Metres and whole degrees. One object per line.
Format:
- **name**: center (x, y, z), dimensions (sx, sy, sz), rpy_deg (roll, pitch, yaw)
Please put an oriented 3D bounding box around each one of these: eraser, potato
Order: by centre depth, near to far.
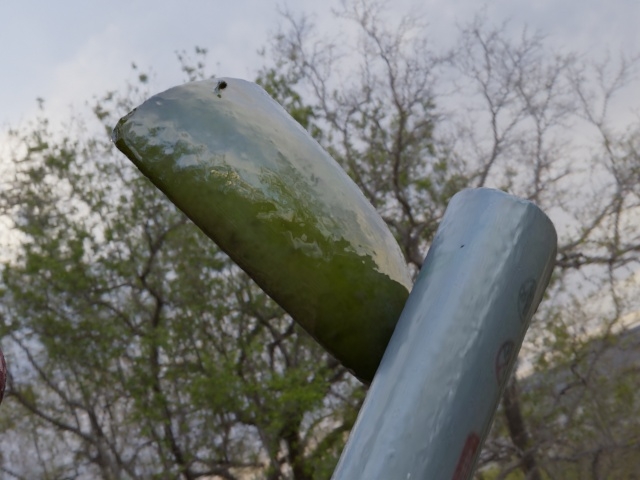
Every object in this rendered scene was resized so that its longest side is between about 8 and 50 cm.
- **eraser**: center (0.079, 0.103, 0.501), dimensions (0.081, 0.227, 0.174), rpy_deg (19, -25, 16)
- **potato**: center (0.000, 0.000, 0.623), dimensions (0.112, 0.255, 0.269), rpy_deg (-46, -20, 4)

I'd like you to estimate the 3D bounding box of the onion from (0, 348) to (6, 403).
- **onion**: center (-0.472, 0.130, 0.818), dimensions (0.256, 0.230, 0.272), rpy_deg (7, -65, -53)
